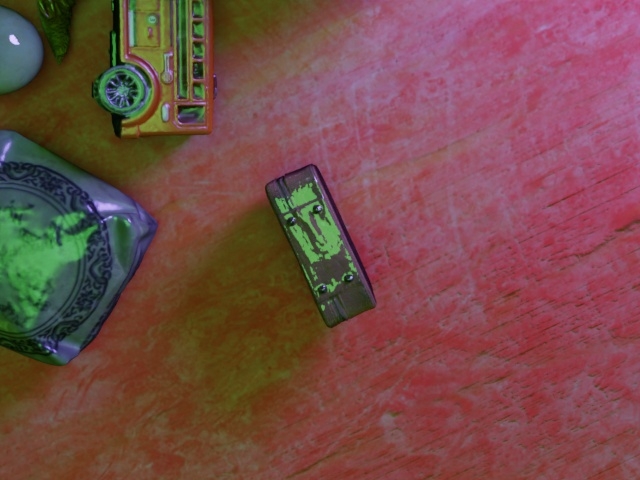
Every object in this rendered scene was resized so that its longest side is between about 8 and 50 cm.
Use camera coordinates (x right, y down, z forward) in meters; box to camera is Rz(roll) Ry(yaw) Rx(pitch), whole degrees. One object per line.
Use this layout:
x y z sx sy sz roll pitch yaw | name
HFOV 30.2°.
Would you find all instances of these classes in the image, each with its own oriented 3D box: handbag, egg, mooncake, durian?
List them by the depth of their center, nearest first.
-0.413 -0.233 1.441 0.152 0.114 0.114 8 97 0 | egg
-0.314 -0.326 1.447 0.078 0.140 0.224 -12 117 -17 | durian
-0.359 0.016 1.466 0.250 0.136 0.254 27 95 -2 | mooncake
0.000 0.000 1.472 0.072 0.151 0.193 -26 100 4 | handbag

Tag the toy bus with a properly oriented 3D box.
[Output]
-0.200 -0.289 1.435 0.153 0.143 0.329 -2 96 -12 | toy bus
